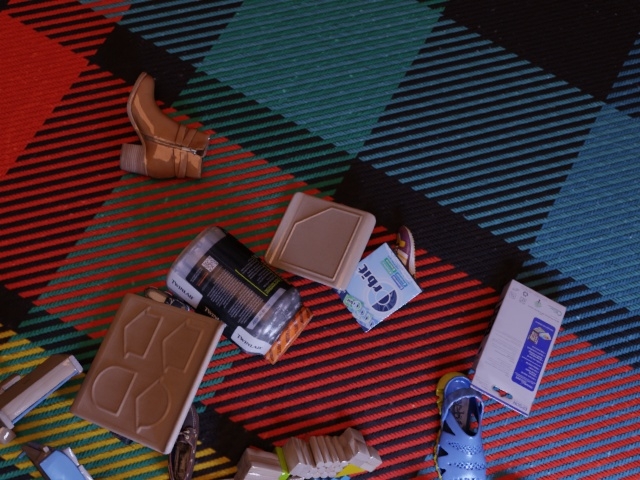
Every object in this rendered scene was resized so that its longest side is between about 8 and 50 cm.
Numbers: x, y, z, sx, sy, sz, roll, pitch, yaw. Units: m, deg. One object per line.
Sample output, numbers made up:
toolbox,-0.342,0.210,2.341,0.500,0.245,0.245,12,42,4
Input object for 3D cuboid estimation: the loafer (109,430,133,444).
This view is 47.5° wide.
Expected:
loafer,-0.456,0.411,1.782,0.061,0.062,0.170,24,74,7

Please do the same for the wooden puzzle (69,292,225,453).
wooden puzzle,-0.407,0.312,1.743,0.348,0.080,0.322,11,69,32

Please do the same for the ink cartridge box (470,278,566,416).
ink cartridge box,0.498,0.276,1.859,0.165,0.065,0.332,30,62,3

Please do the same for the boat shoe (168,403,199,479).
boat shoe,-0.334,0.490,1.765,0.073,0.073,0.206,-2,75,-4

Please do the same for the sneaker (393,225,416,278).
sneaker,0.204,0.051,1.922,0.084,0.069,0.185,-2,74,-6

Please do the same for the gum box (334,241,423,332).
gum box,0.145,0.121,1.879,0.184,0.041,0.157,-38,81,11

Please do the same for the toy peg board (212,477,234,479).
toy peg board,-0.233,0.655,1.728,0.161,0.079,0.160,-4,76,-6

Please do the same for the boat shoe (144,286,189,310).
boat shoe,-0.396,0.154,1.862,0.125,0.038,0.046,31,76,4

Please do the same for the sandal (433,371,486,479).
sandal,0.349,0.483,1.790,0.126,0.138,0.317,-4,78,-8

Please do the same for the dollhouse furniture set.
dollhouse furniture set,-0.621,0.449,1.718,0.198,0.286,0.303,-40,109,-34

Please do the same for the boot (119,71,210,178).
boot,-0.405,-0.302,1.940,0.220,0.109,0.283,7,77,-2

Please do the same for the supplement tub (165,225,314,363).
supplement tub,-0.195,0.138,1.796,0.338,0.207,0.207,39,76,6

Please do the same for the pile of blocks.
pile of blocks,-0.040,0.540,1.774,0.363,0.148,0.112,-3,33,-15

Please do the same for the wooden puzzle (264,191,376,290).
wooden puzzle,0.000,0.000,1.910,0.239,0.044,0.220,19,74,19
